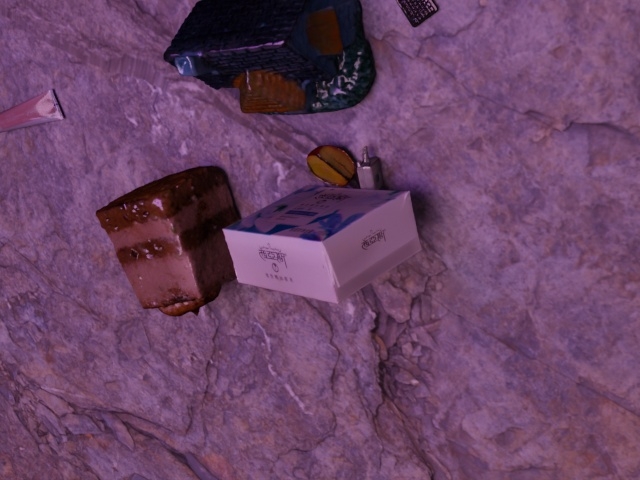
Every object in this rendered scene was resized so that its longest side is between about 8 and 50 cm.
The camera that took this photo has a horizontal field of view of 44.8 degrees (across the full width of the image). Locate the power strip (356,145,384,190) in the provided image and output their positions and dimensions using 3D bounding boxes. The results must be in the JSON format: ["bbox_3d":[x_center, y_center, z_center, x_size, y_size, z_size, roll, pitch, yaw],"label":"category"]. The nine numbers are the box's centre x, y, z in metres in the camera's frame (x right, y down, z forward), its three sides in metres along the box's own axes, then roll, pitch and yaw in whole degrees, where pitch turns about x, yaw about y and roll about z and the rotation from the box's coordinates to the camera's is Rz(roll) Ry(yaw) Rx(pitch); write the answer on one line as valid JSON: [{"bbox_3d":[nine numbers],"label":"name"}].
[{"bbox_3d":[0.095,-0.075,1.365,0.030,0.047,0.191,-1,114,25],"label":"power strip"}]

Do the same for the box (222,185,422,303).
[{"bbox_3d":[-0.001,-0.002,1.312,0.274,0.203,0.116,8,120,50],"label":"box"}]

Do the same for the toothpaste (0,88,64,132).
[{"bbox_3d":[-0.642,-0.275,1.692,0.194,0.043,0.067,-10,107,27],"label":"toothpaste"}]

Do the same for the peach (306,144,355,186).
[{"bbox_3d":[0.023,-0.136,1.373,0.083,0.050,0.077,19,145,31],"label":"peach"}]

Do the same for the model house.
[{"bbox_3d":[-0.083,-0.288,1.243,0.261,0.241,0.226,0,111,29],"label":"model house"}]

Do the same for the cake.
[{"bbox_3d":[-0.270,0.018,1.525,0.199,0.196,0.293,-10,107,31],"label":"cake"}]

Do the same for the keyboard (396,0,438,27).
[{"bbox_3d":[0.123,-0.409,1.206,0.053,0.010,0.155,-30,97,38],"label":"keyboard"}]
